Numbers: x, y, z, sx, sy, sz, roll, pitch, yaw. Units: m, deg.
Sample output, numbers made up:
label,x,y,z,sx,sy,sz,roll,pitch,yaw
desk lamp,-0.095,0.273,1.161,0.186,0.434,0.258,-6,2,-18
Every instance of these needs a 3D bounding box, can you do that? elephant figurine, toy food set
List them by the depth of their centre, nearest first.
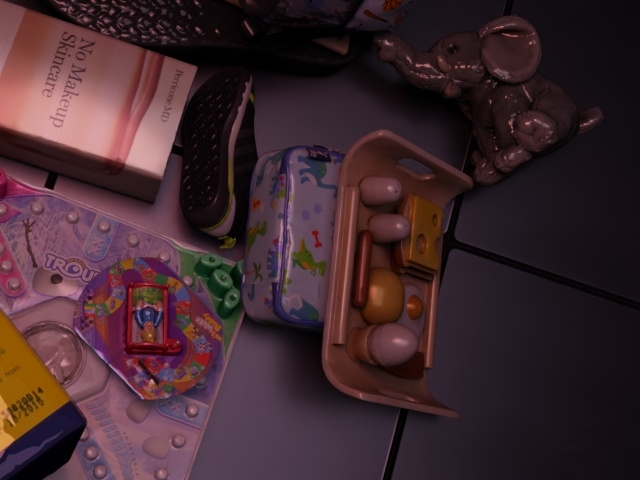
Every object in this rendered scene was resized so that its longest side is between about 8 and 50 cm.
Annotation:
label,x,y,z,sx,sy,sz,roll,pitch,yaw
toy food set,0.111,0.047,1.227,0.219,0.092,0.306,20,72,-50
elephant figurine,0.213,-0.205,1.322,0.169,0.186,0.239,-34,82,25

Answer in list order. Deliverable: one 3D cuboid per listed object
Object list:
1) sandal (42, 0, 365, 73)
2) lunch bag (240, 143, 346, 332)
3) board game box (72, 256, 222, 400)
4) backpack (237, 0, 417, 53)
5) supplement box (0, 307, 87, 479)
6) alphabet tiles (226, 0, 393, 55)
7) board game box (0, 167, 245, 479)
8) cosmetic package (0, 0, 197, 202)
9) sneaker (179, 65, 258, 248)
label,x,y,z,sx,sy,sz,roll,pitch,yaw
sandal,-0.161,-0.287,1.287,0.445,0.107,0.168,12,74,-24
lunch bag,0.000,0.000,1.251,0.176,0.090,0.219,13,77,-38
board game box,-0.188,0.091,1.161,0.169,0.033,0.133,45,62,3
backpack,0.019,-0.371,1.217,0.263,0.213,0.277,1,66,-40
supplement box,-0.413,0.111,0.986,0.194,0.195,0.356,-36,83,-28
alphabet tiles,-0.045,-0.393,1.311,0.342,0.011,0.285,21,61,-20
board game box,-0.302,0.127,1.155,0.390,0.050,0.390,22,63,-8
cosmetic package,-0.308,-0.166,1.207,0.296,0.129,0.153,16,77,-11
sneaker,-0.116,-0.101,1.280,0.097,0.084,0.235,40,51,-49
